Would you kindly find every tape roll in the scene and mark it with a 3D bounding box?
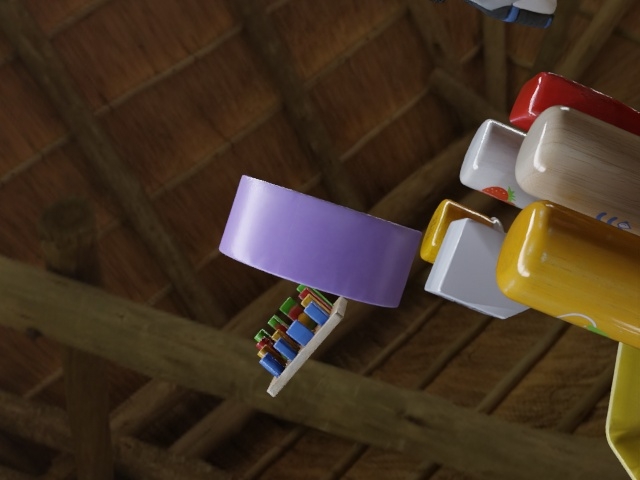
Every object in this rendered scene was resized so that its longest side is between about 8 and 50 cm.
[{"bbox_3d":[0.000,0.000,0.882,0.189,0.189,0.080,19,-87,5],"label":"tape roll"}]

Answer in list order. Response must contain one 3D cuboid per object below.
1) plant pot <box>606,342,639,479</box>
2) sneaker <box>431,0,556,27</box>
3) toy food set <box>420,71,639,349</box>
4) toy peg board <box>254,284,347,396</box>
[{"bbox_3d":[0.371,0.132,0.698,0.187,0.212,0.212,-5,-152,-8],"label":"plant pot"},{"bbox_3d":[0.053,-0.159,0.417,0.080,0.081,0.211,36,-153,33],"label":"sneaker"},{"bbox_3d":[0.126,-0.007,0.427,0.104,0.232,0.111,22,-93,-2],"label":"toy food set"},{"bbox_3d":[-0.042,0.141,1.371,0.079,0.160,0.161,40,-84,0],"label":"toy peg board"}]
